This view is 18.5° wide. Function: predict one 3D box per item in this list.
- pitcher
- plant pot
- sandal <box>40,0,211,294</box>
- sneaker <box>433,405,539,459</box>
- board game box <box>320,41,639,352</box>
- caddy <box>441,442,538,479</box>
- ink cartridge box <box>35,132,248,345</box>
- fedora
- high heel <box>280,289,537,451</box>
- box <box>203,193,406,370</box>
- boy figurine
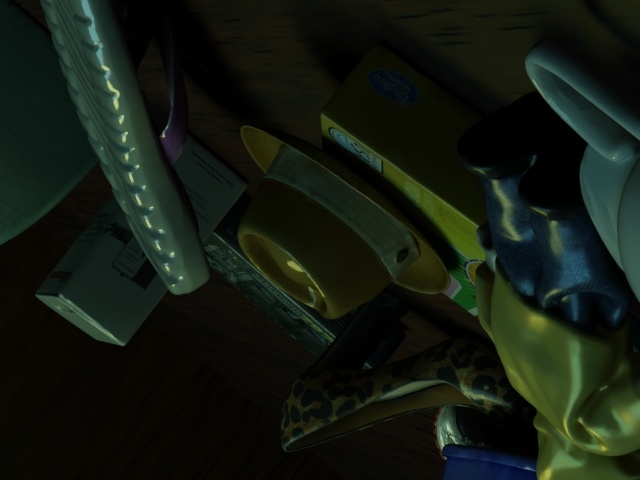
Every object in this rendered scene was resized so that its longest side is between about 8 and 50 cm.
[{"bbox_3d":[0.180,-0.026,0.943,0.178,0.125,0.207,43,180,-13],"label":"pitcher"},{"bbox_3d":[-0.378,-0.109,2.044,0.248,0.252,0.247,40,169,-16],"label":"plant pot"},{"bbox_3d":[-0.145,-0.129,1.607,0.169,0.102,0.416,53,164,38],"label":"sandal"},{"bbox_3d":[0.209,0.227,2.054,0.225,0.088,0.092,42,148,-21],"label":"sneaker"},{"bbox_3d":[0.145,0.013,1.353,0.316,0.064,0.242,36,169,10],"label":"board game box"},{"bbox_3d":[0.235,0.259,1.818,0.241,0.179,0.341,15,173,-11],"label":"caddy"},{"bbox_3d":[-0.182,0.000,1.975,0.087,0.208,0.153,40,169,-13],"label":"ink cartridge box"},{"bbox_3d":[0.000,0.000,1.377,0.194,0.079,0.194,36,170,7],"label":"fedora"},{"bbox_3d":[0.089,0.172,1.875,0.261,0.186,0.093,29,167,38],"label":"high heel"},{"bbox_3d":[-0.033,0.048,2.096,0.232,0.059,0.183,40,169,-10],"label":"box"},{"bbox_3d":[0.158,0.057,1.159,0.177,0.092,0.285,36,152,47],"label":"boy figurine"}]
